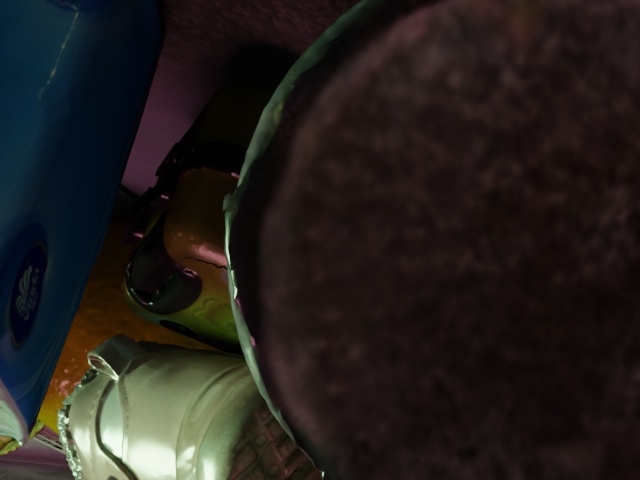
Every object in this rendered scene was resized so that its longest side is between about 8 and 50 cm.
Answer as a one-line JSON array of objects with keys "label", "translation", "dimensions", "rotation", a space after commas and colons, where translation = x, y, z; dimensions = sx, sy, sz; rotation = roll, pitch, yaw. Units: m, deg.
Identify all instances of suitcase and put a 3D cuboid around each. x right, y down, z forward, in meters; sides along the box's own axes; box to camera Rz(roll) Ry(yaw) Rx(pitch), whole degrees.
[{"label": "suitcase", "translation": [0.000, 0.000, 1.123], "dimensions": [0.235, 0.143, 0.194], "rotation": [22, 159, -12]}]

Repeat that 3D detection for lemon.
[{"label": "lemon", "translation": [-0.163, 0.069, 1.380], "dimensions": [0.203, 0.178, 0.178], "rotation": [43, 159, 6]}]

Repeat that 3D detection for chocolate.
[{"label": "chocolate", "translation": [0.094, 0.005, 0.930], "dimensions": [0.303, 0.303, 0.213], "rotation": [21, 179, -8]}]

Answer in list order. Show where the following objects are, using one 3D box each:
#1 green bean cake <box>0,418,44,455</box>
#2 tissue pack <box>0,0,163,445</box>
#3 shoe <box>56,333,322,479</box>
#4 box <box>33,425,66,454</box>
[{"label": "green bean cake", "translation": [-0.349, 0.102, 1.623], "dimensions": [0.224, 0.131, 0.230], "rotation": [18, 148, -25]}, {"label": "tissue pack", "translation": [-0.190, -0.046, 0.994], "dimensions": [0.146, 0.263, 0.198], "rotation": [16, 159, 6]}, {"label": "shoe", "translation": [-0.040, 0.203, 1.178], "dimensions": [0.198, 0.172, 0.351], "rotation": [20, 133, 41]}, {"label": "box", "translation": [-0.152, 0.189, 1.774], "dimensions": [0.274, 0.091, 0.221], "rotation": [29, 156, -24]}]
